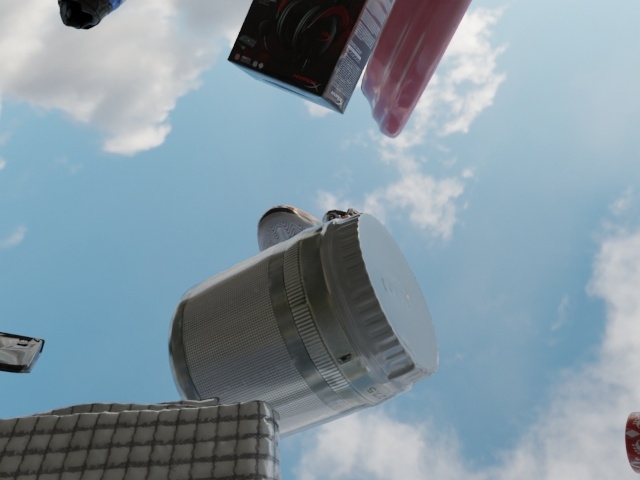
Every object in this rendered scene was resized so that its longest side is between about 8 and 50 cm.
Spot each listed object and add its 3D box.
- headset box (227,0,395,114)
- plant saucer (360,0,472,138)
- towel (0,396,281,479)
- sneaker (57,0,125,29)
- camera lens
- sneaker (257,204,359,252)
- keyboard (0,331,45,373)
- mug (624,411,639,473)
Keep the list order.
[{"bbox_3d":[-0.004,-0.410,0.975,0.218,0.110,0.293,28,-83,23],"label":"headset box"},{"bbox_3d":[0.146,-0.306,0.745,0.084,0.332,0.332,26,-115,1],"label":"plant saucer"},{"bbox_3d":[-0.166,0.252,0.421,0.284,0.121,0.235,-5,-136,-4],"label":"towel"},{"bbox_3d":[-0.357,-0.348,0.770,0.152,0.058,0.084,21,-117,18],"label":"sneaker"},{"bbox_3d":[-0.025,0.112,0.654,0.274,0.219,0.219,-26,-131,20],"label":"camera lens"},{"bbox_3d":[0.000,0.000,0.956,0.125,0.321,0.180,-25,-133,22],"label":"sneaker"},{"bbox_3d":[-0.611,0.148,0.852,0.201,0.317,0.033,-141,-113,-70],"label":"keyboard"},{"bbox_3d":[0.555,0.317,0.784,0.169,0.150,0.113,-11,-156,45],"label":"mug"}]
